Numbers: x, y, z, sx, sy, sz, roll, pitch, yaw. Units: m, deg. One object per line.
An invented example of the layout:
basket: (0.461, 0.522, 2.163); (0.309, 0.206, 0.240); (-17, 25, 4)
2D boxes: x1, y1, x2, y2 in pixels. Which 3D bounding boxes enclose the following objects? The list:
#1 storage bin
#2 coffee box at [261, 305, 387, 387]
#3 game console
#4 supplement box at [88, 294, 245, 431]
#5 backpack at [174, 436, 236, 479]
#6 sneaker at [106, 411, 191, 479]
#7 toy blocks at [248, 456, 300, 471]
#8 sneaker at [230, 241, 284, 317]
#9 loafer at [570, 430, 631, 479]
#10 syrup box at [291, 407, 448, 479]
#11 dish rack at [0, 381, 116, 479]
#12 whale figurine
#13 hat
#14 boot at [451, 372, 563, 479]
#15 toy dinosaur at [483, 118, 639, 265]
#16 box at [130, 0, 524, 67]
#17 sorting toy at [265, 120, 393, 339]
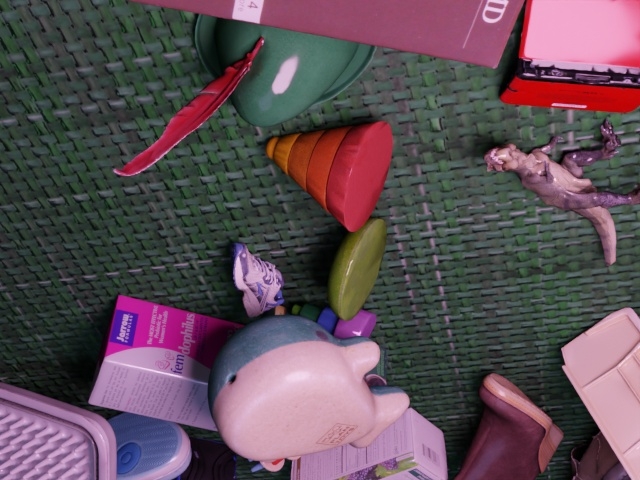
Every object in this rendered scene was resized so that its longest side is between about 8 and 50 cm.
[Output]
storage bin: (0.466, 0.255, 1.232); (0.123, 0.260, 0.262); (-39, 127, 14)
coffee box: (0.004, 0.167, 1.249); (0.184, 0.113, 0.040); (25, 134, -21)
game console: (0.260, -0.187, 0.924); (0.144, 0.085, 0.124); (4, 169, -2)
supplement box: (-0.185, 0.171, 1.259); (0.220, 0.111, 0.114); (14, 136, -14)
backpack: (-0.187, 0.392, 1.496); (0.098, 0.120, 0.101); (11, 137, -11)
sneaker: (-0.292, 0.377, 1.485); (0.319, 0.127, 0.208); (-14, 134, 30)
toy blocks: (-0.088, 0.311, 1.454); (0.123, 0.054, 0.148); (29, 131, -28)
sneaker: (-0.077, 0.042, 1.169); (0.058, 0.052, 0.135); (-13, 144, 1)
loafer: (0.443, 0.360, 1.483); (0.094, 0.087, 0.251); (-19, 152, -16)
syrup box: (0.073, 0.356, 1.468); (0.237, 0.096, 0.093); (-28, 130, 27)
dish rack: (-0.407, 0.371, 1.381); (0.286, 0.072, 0.332); (12, 109, 25)
whale figurine: (-0.015, 0.177, 1.131); (0.272, 0.141, 0.216); (21, 119, -44)
hat: (-0.045, -0.130, 0.870); (0.208, 0.183, 0.173); (-30, 129, 30)
boot: (0.244, 0.316, 1.364); (0.207, 0.090, 0.248); (-46, 134, 1)
toy dinosaur: (0.292, -0.061, 1.032); (0.268, 0.064, 0.118); (32, 136, -32)
box: (-0.015, -0.277, 0.743); (0.381, 0.143, 0.191); (7, 137, -9)
sorting toy: (0.000, 0.000, 1.094); (0.126, 0.127, 0.365); (19, 140, 18)
